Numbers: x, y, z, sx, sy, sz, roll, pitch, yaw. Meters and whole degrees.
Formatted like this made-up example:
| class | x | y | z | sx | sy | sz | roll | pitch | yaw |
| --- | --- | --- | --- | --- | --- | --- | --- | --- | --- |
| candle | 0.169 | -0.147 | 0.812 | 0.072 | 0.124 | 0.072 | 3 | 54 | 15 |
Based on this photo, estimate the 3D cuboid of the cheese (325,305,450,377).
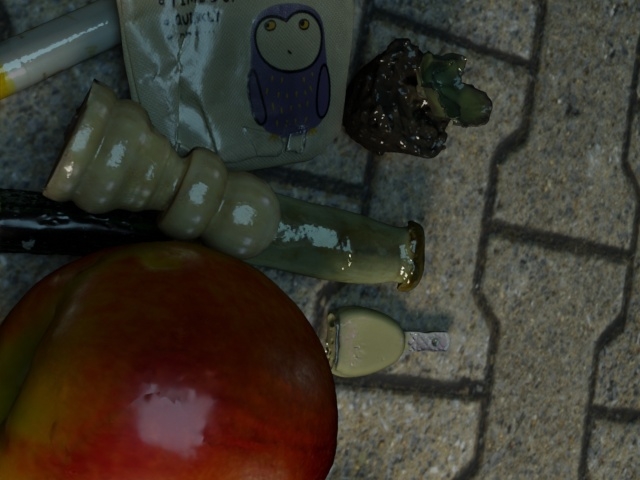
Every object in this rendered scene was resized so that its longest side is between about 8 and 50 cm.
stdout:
| class | x | y | z | sx | sy | sz | roll | pitch | yaw |
| --- | --- | --- | --- | --- | --- | --- | --- | --- | --- |
| cheese | 0.096 | 0.140 | 1.237 | 0.192 | 0.037 | 0.097 | 4 | 90 | -25 |

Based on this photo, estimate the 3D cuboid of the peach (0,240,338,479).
| class | x | y | z | sx | sy | sz | roll | pitch | yaw |
| --- | --- | --- | --- | --- | --- | --- | --- | --- | --- |
| peach | -0.163 | 0.186 | 0.939 | 0.388 | 0.388 | 0.388 | 0 | 90 | -26 |

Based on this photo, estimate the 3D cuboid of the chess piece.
| class | x | y | z | sx | sy | sz | roll | pitch | yaw |
| --- | --- | --- | --- | --- | --- | --- | --- | --- | --- |
| chess piece | -0.165 | -0.066 | 1.013 | 0.261 | 0.143 | 0.142 | 23 | 80 | -18 |

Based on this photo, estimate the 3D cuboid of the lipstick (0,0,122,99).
| class | x | y | z | sx | sy | sz | roll | pitch | yaw |
| --- | --- | --- | --- | --- | --- | --- | --- | --- | --- |
| lipstick | -0.302 | -0.223 | 1.029 | 0.264 | 0.059 | 0.059 | -32 | 104 | -23 |

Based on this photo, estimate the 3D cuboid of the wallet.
| class | x | y | z | sx | sy | sz | roll | pitch | yaw |
| --- | --- | --- | --- | --- | --- | --- | --- | --- | --- |
| wallet | -0.094 | -0.218 | 1.099 | 0.335 | 0.068 | 0.274 | -13 | 115 | -30 |

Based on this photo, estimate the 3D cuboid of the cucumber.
| class | x | y | z | sx | sy | sz | roll | pitch | yaw |
| --- | --- | --- | --- | --- | --- | --- | --- | --- | --- |
| cucumber | -0.285 | -0.017 | 1.033 | 0.241 | 0.074 | 0.074 | 4 | 88 | -28 |

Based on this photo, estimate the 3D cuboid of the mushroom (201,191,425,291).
| class | x | y | z | sx | sy | sz | roll | pitch | yaw |
| --- | --- | --- | --- | --- | --- | --- | --- | --- | --- |
| mushroom | 0.000 | 0.000 | 1.170 | 0.312 | 0.081 | 0.099 | 11 | 83 | -21 |

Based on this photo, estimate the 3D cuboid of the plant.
| class | x | y | z | sx | sy | sz | roll | pitch | yaw |
| --- | --- | --- | --- | --- | --- | --- | --- | --- | --- |
| plant | 0.118 | -0.180 | 1.157 | 0.142 | 0.203 | 0.131 | 25 | 73 | -20 |
